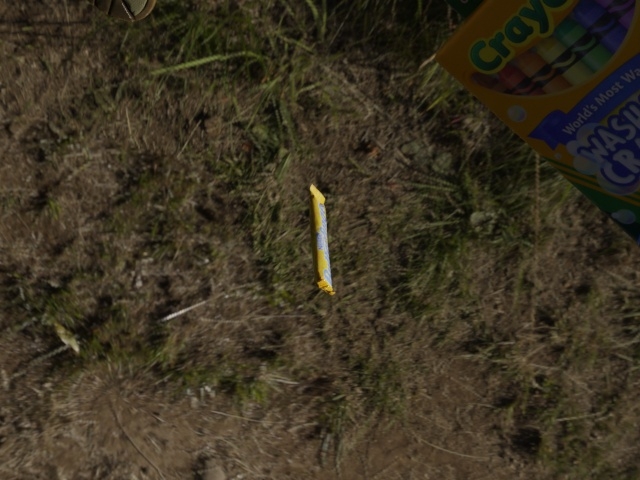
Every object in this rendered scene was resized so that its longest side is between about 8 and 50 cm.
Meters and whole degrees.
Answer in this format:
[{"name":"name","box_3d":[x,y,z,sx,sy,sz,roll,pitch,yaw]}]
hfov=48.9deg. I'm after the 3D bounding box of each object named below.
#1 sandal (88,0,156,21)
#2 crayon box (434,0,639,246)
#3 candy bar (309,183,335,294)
[{"name":"sandal","box_3d":[-0.229,-0.301,0.649,0.219,0.090,0.060,41,38,-4]},{"name":"crayon box","box_3d":[0.244,-0.156,0.582,0.323,0.203,0.083,41,54,-4]},{"name":"candy bar","box_3d":[0.000,0.000,0.932,0.018,0.040,0.161,-18,54,19]}]
